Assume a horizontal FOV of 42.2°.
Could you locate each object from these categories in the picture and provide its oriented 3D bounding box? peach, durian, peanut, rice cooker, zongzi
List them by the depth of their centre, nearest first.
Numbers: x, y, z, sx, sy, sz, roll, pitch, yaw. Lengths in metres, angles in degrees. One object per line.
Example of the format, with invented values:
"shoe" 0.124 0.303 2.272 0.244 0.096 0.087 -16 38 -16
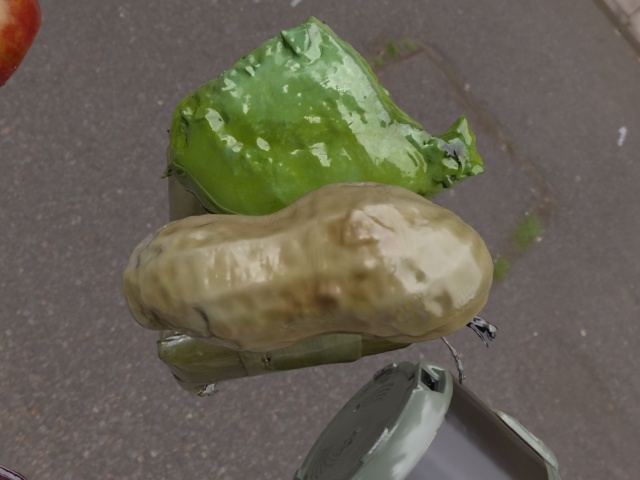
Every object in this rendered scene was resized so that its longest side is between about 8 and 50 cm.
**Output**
"peanut" -0.015 0.023 0.641 0.130 0.290 0.130 -7 90 -79
"durian" -0.010 -0.116 0.974 0.255 0.340 0.204 60 13 -13
"peach" -0.444 -0.269 1.050 0.190 0.190 0.192 59 1 12
"zongzi" 0.000 0.000 1.136 0.448 0.181 0.418 -7 59 -5
"rice cooker" 0.161 0.370 1.187 0.325 0.335 0.335 42 38 -6

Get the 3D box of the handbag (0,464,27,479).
"handbag" -0.567 0.410 1.225 0.216 0.074 0.203 24 73 0
